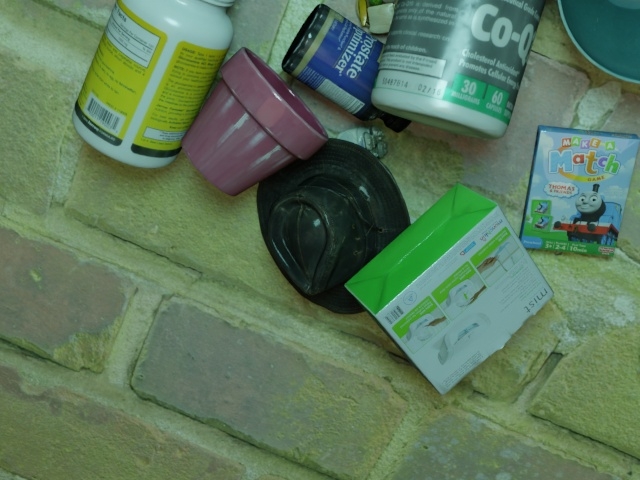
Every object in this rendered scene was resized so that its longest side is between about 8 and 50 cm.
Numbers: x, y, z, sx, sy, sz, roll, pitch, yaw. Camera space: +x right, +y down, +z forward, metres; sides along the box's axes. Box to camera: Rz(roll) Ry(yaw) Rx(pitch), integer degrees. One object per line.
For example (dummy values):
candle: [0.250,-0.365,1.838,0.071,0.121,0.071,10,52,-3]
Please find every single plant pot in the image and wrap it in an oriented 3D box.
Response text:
plant pot: [0.471,-0.384,1.138,0.291,0.195,0.290,3,115,8]
plant pot: [-0.117,-0.177,1.306,0.180,0.201,0.201,-43,102,12]

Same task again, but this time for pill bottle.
pill bottle: [0.214,-0.341,1.151,0.204,0.204,0.360,15,95,2]
pill bottle: [-0.255,-0.298,1.294,0.188,0.188,0.333,29,115,-5]
pill bottle: [0.058,-0.267,1.290,0.219,0.122,0.122,30,115,-14]

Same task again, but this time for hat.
hat: [0.000,0.000,1.377,0.332,0.134,0.331,11,118,22]

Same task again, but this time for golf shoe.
golf shoe: [0.075,-0.115,1.406,0.086,0.069,0.176,7,117,33]

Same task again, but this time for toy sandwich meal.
toy sandwich meal: [0.094,-0.371,1.294,0.086,0.029,0.085,3,114,7]

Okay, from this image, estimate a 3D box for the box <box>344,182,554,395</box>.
box: [0.219,0.083,1.343,0.262,0.127,0.231,-43,123,-3]

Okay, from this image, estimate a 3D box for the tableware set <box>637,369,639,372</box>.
tableware set: [0.634,0.176,1.461,0.104,0.024,0.154,4,113,4]

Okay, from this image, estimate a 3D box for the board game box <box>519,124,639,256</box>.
board game box: [0.432,-0.082,1.366,0.160,0.039,0.211,6,114,7]
